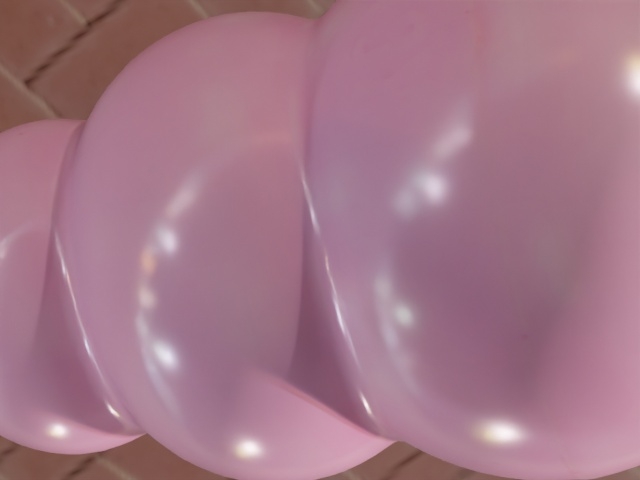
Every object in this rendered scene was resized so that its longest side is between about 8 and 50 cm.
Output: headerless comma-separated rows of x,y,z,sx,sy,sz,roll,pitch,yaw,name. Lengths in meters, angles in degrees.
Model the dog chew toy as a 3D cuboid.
0.000,0.000,0.664,0.332,0.206,0.206,-12,135,14,dog chew toy
